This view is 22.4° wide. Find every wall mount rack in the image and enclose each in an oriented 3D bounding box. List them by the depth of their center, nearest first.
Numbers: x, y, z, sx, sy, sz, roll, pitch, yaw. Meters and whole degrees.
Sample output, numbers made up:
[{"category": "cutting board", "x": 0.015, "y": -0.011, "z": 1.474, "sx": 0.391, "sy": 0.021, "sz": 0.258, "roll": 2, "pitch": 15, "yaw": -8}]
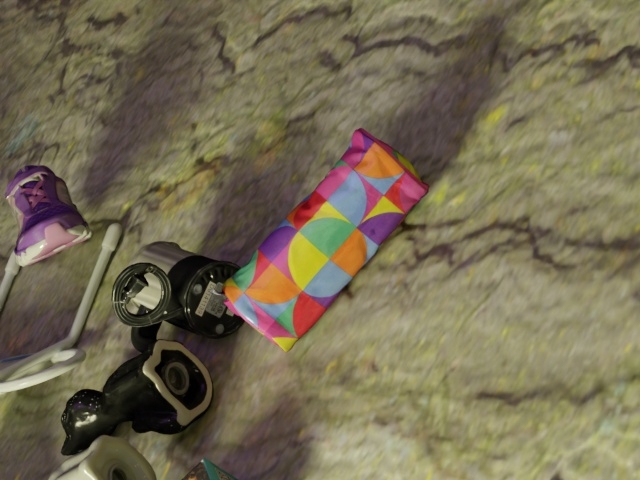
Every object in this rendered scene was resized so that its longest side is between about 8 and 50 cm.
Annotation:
[{"category": "wall mount rack", "x": -0.393, "y": 0.101, "z": 1.950, "sx": 0.350, "sy": 0.130, "sz": 0.304, "roll": -11, "pitch": 12, "yaw": 42}]

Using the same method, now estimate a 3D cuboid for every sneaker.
[{"category": "sneaker", "x": -0.335, "y": -0.037, "z": 1.931, "sx": 0.095, "sy": 0.105, "sz": 0.236, "roll": -21, "pitch": 11, "yaw": -7}]

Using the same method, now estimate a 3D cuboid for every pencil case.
[{"category": "pencil case", "x": 0.000, "y": 0.000, "z": 1.612, "sx": 0.236, "sy": 0.104, "sz": 0.104, "roll": -47, "pitch": 34, "yaw": 3}]

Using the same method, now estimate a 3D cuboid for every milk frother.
[{"category": "milk frother", "x": -0.172, "y": 0.048, "z": 1.713, "sx": 0.129, "sy": 0.143, "sz": 0.134, "roll": -51, "pitch": 33, "yaw": -17}]

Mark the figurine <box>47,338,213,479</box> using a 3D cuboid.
[{"category": "figurine", "x": -0.233, "y": 0.221, "z": 1.662, "sx": 0.209, "sy": 0.092, "sz": 0.215, "roll": -26, "pitch": 27, "yaw": 44}]

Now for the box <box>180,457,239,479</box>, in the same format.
[{"category": "box", "x": -0.163, "y": 0.326, "z": 1.519, "sx": 0.244, "sy": 0.060, "sz": 0.100, "roll": -44, "pitch": 35, "yaw": 9}]
